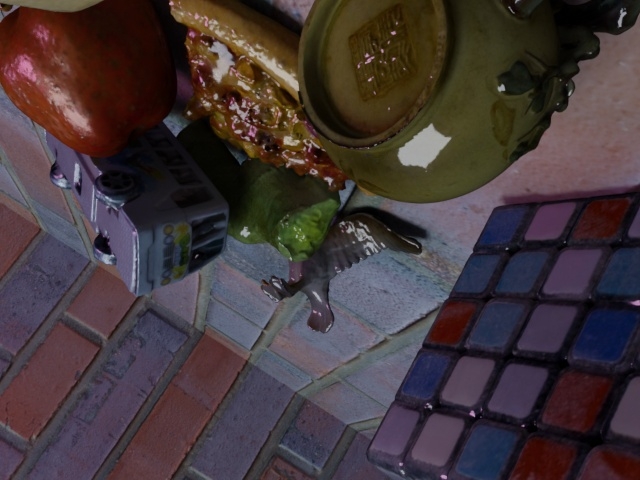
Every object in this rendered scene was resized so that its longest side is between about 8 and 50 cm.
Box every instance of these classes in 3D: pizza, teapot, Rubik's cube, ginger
[{"bbox_3d":[-0.058,-0.131,0.770,0.289,0.081,0.229,38,160,-19],"label":"pizza"},{"bbox_3d":[0.098,-0.114,0.499,0.182,0.173,0.269,4,158,-45],"label":"teapot"},{"bbox_3d":[0.269,0.151,0.637,0.293,0.292,0.287,43,158,-23],"label":"Rubik's cube"},{"bbox_3d":[-0.088,-0.068,0.916,0.290,0.089,0.137,16,115,45],"label":"ginger"}]

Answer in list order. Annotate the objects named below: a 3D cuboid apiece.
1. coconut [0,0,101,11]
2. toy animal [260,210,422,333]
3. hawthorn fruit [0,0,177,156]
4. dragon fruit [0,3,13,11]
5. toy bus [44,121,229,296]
[{"bbox_3d":[-0.144,-0.256,0.279,0.352,0.352,0.352,29,160,11],"label":"coconut"},{"bbox_3d":[-0.011,0.007,0.967,0.197,0.160,0.272,42,152,-20],"label":"toy animal"},{"bbox_3d":[-0.237,-0.179,0.785,0.189,0.189,0.189,29,160,11],"label":"hawthorn fruit"},{"bbox_3d":[-0.375,-0.307,0.879,0.083,0.056,0.060,39,-177,3],"label":"dragon fruit"},{"bbox_3d":[-0.229,-0.079,0.897,0.330,0.136,0.109,49,139,37],"label":"toy bus"}]
